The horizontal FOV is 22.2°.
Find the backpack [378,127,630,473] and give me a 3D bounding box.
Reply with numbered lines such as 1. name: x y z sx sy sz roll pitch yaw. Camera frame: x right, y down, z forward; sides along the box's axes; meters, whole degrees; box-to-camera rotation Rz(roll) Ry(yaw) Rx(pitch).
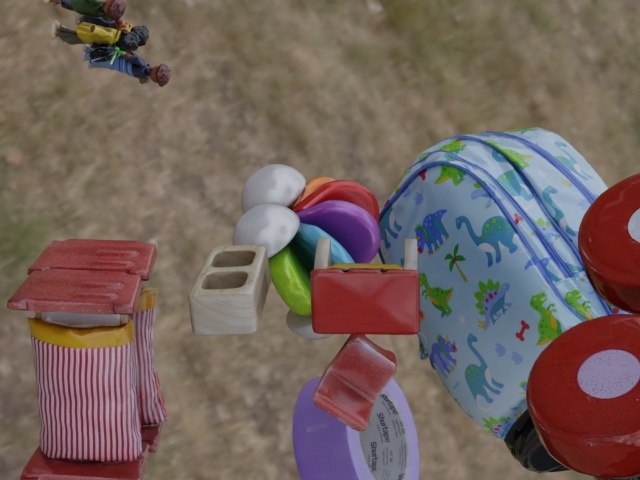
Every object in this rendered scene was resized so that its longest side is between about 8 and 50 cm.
1. backpack: 0.221 0.044 1.755 0.273 0.290 0.355 0 61 -27

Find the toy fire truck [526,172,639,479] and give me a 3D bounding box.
1. toy fire truck: 0.278 0.091 0.970 0.169 0.254 0.302 64 38 -39

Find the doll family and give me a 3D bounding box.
1. doll family: -0.240 -0.232 1.888 0.193 0.111 0.076 26 76 -71

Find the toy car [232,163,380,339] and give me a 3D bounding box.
1. toy car: 0.000 0.000 1.707 0.159 0.136 0.182 56 21 -25

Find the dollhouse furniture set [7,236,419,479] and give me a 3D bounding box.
1. dollhouse furniture set: -0.093 0.117 1.547 0.152 0.374 0.201 -75 164 -66

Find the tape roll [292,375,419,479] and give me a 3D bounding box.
1. tape roll: 0.047 0.256 2.047 0.189 0.080 0.189 35 48 -50
